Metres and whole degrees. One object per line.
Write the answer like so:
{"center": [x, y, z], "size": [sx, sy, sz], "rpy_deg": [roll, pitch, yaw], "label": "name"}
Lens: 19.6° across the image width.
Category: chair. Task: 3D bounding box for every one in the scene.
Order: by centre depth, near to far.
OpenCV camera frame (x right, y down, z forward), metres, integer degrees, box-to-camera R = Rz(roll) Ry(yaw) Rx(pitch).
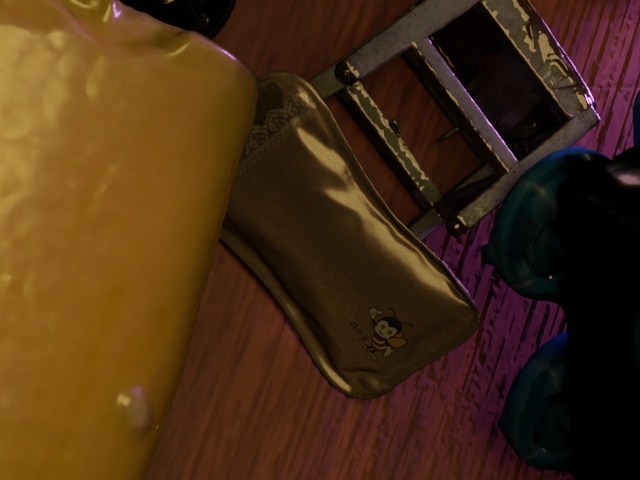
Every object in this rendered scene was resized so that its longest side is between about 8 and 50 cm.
{"center": [0.121, -0.121, 1.244], "size": [0.270, 0.136, 0.147], "rpy_deg": [-39, 95, -24], "label": "chair"}

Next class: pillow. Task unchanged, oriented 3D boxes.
{"center": [0.000, 0.000, 1.197], "size": [0.217, 0.130, 0.033], "rpy_deg": [52, 28, -6], "label": "pillow"}

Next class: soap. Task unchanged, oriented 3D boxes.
{"center": [-0.220, 0.045, 1.086], "size": [0.306, 0.115, 0.427], "rpy_deg": [28, 78, -27], "label": "soap"}

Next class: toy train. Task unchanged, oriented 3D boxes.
{"center": [0.258, 0.054, 1.187], "size": [0.265, 0.188, 0.300], "rpy_deg": [-23, 125, -23], "label": "toy train"}

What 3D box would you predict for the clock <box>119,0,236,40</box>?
{"center": [-0.225, -0.234, 1.100], "size": [0.379, 0.120, 0.276], "rpy_deg": [-6, 120, -23], "label": "clock"}
